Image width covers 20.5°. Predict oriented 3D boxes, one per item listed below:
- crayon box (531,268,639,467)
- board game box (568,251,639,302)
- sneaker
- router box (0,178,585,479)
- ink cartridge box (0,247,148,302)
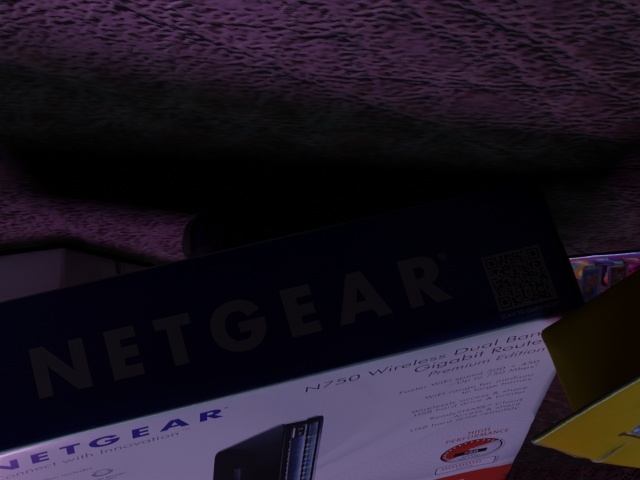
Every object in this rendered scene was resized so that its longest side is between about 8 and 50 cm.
[{"bbox_3d":[0.260,0.046,0.919,0.202,0.081,0.318,-35,150,29],"label":"crayon box"},{"bbox_3d":[0.243,0.034,1.173,0.168,0.033,0.133,-6,166,38],"label":"board game box"},{"bbox_3d":[0.000,0.000,1.024,0.170,0.068,0.071,-1,158,-31],"label":"sneaker"},{"bbox_3d":[-0.040,0.100,1.033,0.335,0.082,0.301,-13,157,-9],"label":"router box"},{"bbox_3d":[-0.169,0.045,1.259,0.099,0.056,0.135,-6,166,37],"label":"ink cartridge box"}]
